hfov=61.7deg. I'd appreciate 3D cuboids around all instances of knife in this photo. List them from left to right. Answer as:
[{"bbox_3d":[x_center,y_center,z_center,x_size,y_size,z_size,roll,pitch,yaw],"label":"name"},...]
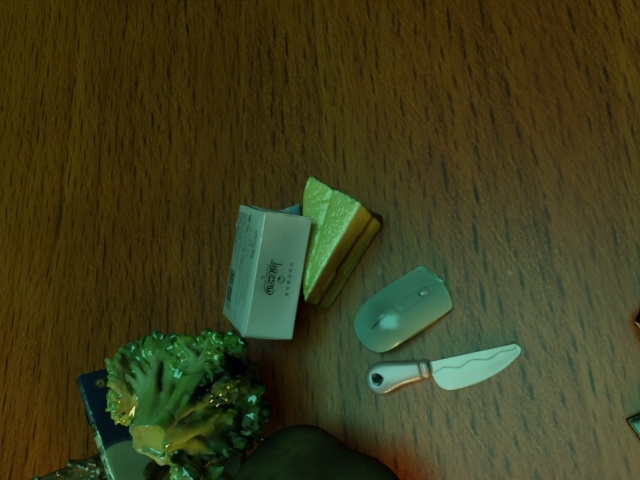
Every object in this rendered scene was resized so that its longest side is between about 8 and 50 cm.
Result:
[{"bbox_3d":[0.262,0.281,1.149,0.336,0.043,0.081,-12,77,13],"label":"knife"}]

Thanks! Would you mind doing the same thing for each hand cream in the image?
[{"bbox_3d":[-0.133,-0.049,1.382,0.171,0.043,0.064,-10,73,12],"label":"hand cream"}]

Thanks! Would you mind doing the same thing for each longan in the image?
[{"bbox_3d":[-0.002,0.553,0.998,0.405,0.336,0.403,-15,66,35],"label":"longan"}]

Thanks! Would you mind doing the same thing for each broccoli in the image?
[{"bbox_3d":[-0.267,0.313,1.047,0.348,0.281,0.293,36,103,-3],"label":"broccoli"}]

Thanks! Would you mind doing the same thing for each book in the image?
[{"bbox_3d":[-0.323,0.455,1.172,0.039,0.300,0.427,-48,62,34],"label":"book"}]

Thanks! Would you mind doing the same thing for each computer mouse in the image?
[{"bbox_3d":[0.181,0.156,1.196,0.231,0.079,0.128,-39,68,1],"label":"computer mouse"}]

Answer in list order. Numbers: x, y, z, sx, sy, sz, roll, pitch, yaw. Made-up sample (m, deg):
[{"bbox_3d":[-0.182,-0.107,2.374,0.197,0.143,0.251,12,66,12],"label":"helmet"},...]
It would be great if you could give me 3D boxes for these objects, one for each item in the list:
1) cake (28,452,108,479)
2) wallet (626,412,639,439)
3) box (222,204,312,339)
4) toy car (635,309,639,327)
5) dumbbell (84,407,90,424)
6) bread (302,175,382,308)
[{"bbox_3d":[-0.455,0.615,1.179,0.256,0.282,0.290,-27,72,18],"label":"cake"},{"bbox_3d":[0.718,0.333,0.979,0.256,0.031,0.137,-30,68,9],"label":"wallet"},{"bbox_3d":[-0.127,0.065,1.218,0.203,0.116,0.273,-163,82,-66],"label":"box"},{"bbox_3d":[0.672,0.122,1.034,0.080,0.070,0.170,25,82,24],"label":"toy car"},{"bbox_3d":[-0.446,0.380,1.272,0.100,0.191,0.100,-2,86,37],"label":"dumbbell"},{"bbox_3d":[-0.001,0.004,1.252,0.163,0.168,0.263,31,88,27],"label":"bread"}]
